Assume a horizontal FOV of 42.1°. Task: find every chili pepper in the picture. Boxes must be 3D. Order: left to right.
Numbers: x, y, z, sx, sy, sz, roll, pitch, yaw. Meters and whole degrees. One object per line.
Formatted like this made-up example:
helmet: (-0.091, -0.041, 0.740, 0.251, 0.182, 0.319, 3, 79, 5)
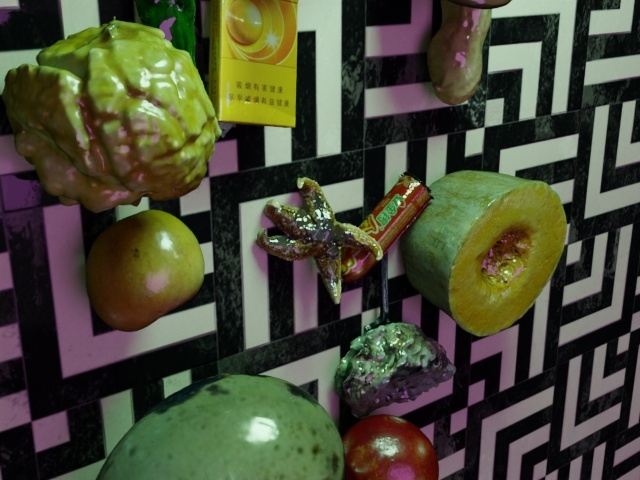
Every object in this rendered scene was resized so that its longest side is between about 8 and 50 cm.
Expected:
chili pepper: (-0.225, -0.302, 1.221, 0.098, 0.061, 0.224, -20, 115, -33)

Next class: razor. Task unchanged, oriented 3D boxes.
razor: (0.125, 0.089, 1.656, 0.066, 0.033, 0.190, -12, 112, -36)

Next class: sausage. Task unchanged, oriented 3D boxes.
sausage: (0.108, -0.012, 1.580, 0.264, 0.083, 0.083, -49, 129, -14)

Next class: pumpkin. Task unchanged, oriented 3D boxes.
pumpkin: (0.324, 0.004, 1.699, 0.332, 0.199, 0.333, -16, 121, -29)

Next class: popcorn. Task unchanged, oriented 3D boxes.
popcorn: (-0.268, -0.158, 1.091, 0.282, 0.282, 0.247, -27, 106, -29)

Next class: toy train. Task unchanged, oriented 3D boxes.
toy train: (-0.167, -0.207, 1.315, 0.056, 0.038, 0.093, -51, 130, -11)

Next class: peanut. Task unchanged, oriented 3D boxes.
peanut: (0.263, -0.387, 1.563, 0.117, 0.101, 0.263, -6, 109, -59)

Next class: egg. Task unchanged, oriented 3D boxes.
egg: (-0.162, 0.399, 1.326, 0.427, 0.345, 0.345, -27, 121, -15)

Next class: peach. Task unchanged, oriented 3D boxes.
peach: (0.117, 0.453, 1.661, 0.243, 0.243, 0.200, 26, 44, -41)

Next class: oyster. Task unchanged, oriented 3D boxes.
oyster: (0.154, 0.258, 1.681, 0.267, 0.112, 0.199, -28, 123, -22)

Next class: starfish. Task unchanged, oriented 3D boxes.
starfish: (0.000, 0.000, 1.485, 0.238, 0.071, 0.216, 6, 95, -16)

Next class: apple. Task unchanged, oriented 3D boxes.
apple: (-0.264, 0.042, 1.240, 0.182, 0.182, 0.155, -33, 94, -26)

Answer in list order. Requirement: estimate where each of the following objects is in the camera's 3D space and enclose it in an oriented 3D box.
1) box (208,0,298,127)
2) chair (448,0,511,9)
box: (-0.104, -0.315, 1.299, 0.152, 0.043, 0.270, -1, 94, -42)
chair: (0.224, -0.595, 1.378, 0.226, 0.226, 0.401, -14, 113, -35)
